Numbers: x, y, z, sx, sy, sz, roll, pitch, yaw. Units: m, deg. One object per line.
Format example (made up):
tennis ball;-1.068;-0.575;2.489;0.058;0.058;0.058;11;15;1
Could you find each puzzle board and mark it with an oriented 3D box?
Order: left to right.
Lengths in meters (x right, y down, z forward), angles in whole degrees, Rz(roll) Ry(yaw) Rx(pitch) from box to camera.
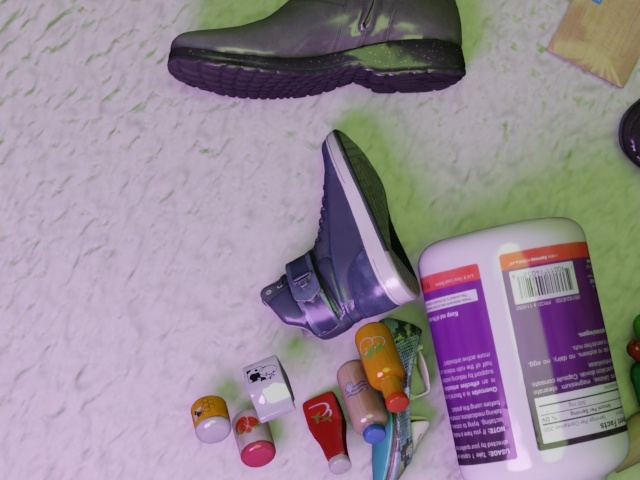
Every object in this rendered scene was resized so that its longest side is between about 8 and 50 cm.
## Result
puzzle board;0.326;-0.248;1.809;0.096;0.011;0.128;27;84;3

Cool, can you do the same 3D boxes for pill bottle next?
pill bottle;0.218;0.146;1.683;0.181;0.181;0.323;-11;85;-2

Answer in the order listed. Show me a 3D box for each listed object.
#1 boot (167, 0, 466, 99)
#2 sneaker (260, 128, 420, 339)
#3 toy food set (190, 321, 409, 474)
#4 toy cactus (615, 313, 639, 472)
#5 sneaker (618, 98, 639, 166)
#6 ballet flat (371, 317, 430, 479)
boot;-0.005;-0.276;1.767;0.338;0.118;0.223;-2;81;-12
sneaker;-0.001;0.000;1.741;0.163;0.086;0.226;-30;57;21
toy food set;-0.014;0.188;1.691;0.232;0.111;0.104;-22;45;2
toy cactus;0.387;0.190;1.730;0.180;0.112;0.219;-38;95;6
sneaker;0.471;-0.086;1.692;0.341;0.139;0.125;19;99;25
ballet flat;0.090;0.179;1.739;0.070;0.070;0.188;0;88;-1
